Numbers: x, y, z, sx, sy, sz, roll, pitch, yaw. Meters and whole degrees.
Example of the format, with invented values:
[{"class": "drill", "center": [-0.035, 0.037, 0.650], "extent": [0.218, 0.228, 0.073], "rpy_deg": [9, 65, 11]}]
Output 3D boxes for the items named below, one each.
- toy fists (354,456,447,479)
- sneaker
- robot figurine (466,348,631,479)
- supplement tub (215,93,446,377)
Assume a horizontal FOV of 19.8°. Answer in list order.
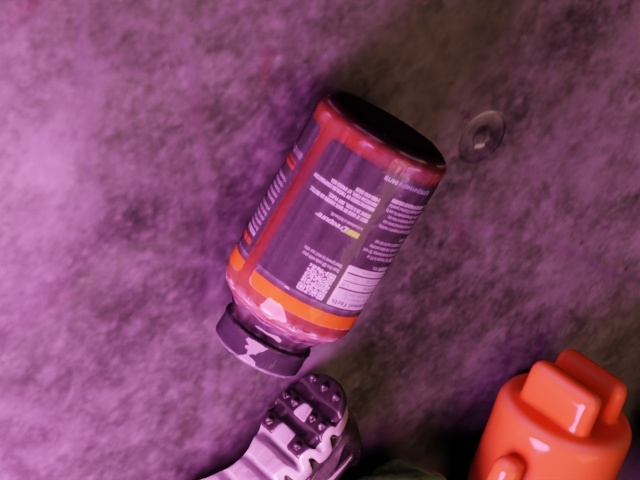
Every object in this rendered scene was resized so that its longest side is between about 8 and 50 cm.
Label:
[{"class": "toy fists", "center": [0.039, 0.307, 1.619], "extent": [0.142, 0.096, 0.279], "rpy_deg": [-5, 127, -26]}, {"class": "sneaker", "center": [-0.051, 0.218, 1.477], "extent": [0.234, 0.078, 0.106], "rpy_deg": [-44, 137, -7]}, {"class": "robot figurine", "center": [0.201, 0.207, 1.650], "extent": [0.128, 0.158, 0.219], "rpy_deg": [16, 116, -4]}, {"class": "supplement tub", "center": [0.000, 0.000, 1.325], "extent": [0.106, 0.106, 0.198], "rpy_deg": [15, 112, -46]}]
